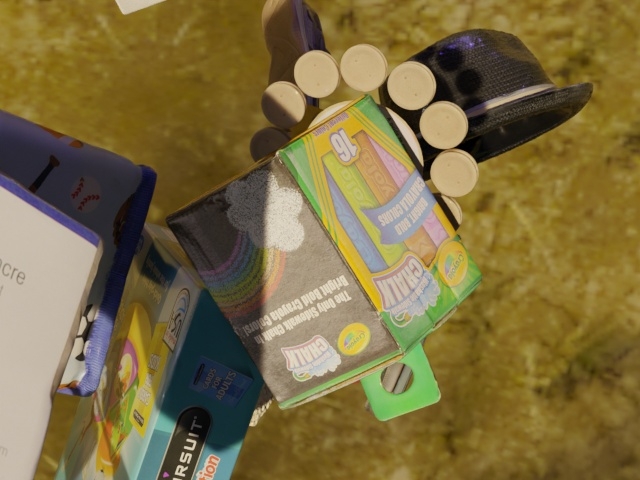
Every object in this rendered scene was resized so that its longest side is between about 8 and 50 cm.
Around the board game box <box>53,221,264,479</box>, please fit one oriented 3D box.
[{"bbox_3d":[-0.148,0.174,1.203,0.079,0.254,0.336,18,96,-20],"label":"board game box"}]

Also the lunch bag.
[{"bbox_3d":[-0.388,-0.015,1.177,0.328,0.385,0.239,23,82,-44],"label":"lunch bag"}]

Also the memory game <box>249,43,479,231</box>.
[{"bbox_3d":[0.032,-0.063,1.112,0.012,0.186,0.186,-47,130,-60],"label":"memory game"}]

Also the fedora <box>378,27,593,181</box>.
[{"bbox_3d":[0.199,-0.196,1.955,0.334,0.334,0.152,-18,82,-34],"label":"fedora"}]

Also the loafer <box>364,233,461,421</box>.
[{"bbox_3d":[0.095,0.096,1.773,0.084,0.096,0.267,22,62,4],"label":"loafer"}]

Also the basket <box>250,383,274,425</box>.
[{"bbox_3d":[-0.113,0.166,1.959,0.167,0.113,0.103,88,28,-58],"label":"basket"}]

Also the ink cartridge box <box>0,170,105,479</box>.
[{"bbox_3d":[-0.225,0.061,0.399,0.304,0.072,0.307,35,46,-32],"label":"ink cartridge box"}]

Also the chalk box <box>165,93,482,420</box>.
[{"bbox_3d":[0.017,0.028,1.041,0.213,0.132,0.132,58,40,-5],"label":"chalk box"}]

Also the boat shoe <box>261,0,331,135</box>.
[{"bbox_3d":[-0.027,-0.274,2.243,0.092,0.103,0.285,17,48,-34],"label":"boat shoe"}]

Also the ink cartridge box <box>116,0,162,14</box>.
[{"bbox_3d":[-0.188,-0.453,1.768,0.261,0.066,0.296,-19,129,9],"label":"ink cartridge box"}]

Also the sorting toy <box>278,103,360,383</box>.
[{"bbox_3d":[0.000,0.000,1.306,0.046,0.132,0.274,44,48,-57],"label":"sorting toy"}]
